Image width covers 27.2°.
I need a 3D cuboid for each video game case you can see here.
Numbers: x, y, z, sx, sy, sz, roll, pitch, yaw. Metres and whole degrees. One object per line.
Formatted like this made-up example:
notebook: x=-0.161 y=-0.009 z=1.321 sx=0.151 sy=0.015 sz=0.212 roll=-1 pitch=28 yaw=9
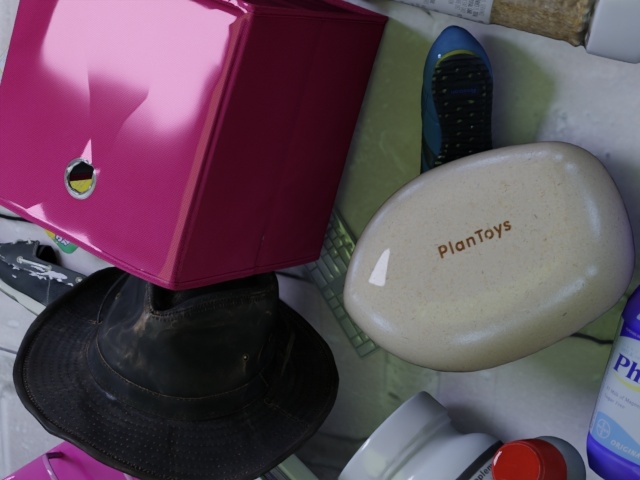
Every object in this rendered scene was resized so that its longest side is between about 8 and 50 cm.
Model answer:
video game case: x=-0.067 y=0.215 z=1.390 sx=0.201 sy=0.023 sz=0.183 roll=44 pitch=164 yaw=14

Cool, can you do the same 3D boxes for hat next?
hat: x=-0.122 y=0.080 z=1.263 sx=0.331 sy=0.331 sz=0.134 roll=32 pitch=127 yaw=21

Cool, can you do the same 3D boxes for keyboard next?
keyboard: x=0.000 y=0.000 z=1.367 sx=0.072 sy=0.014 sz=0.256 roll=-35 pitch=83 yaw=33

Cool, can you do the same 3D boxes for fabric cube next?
fabric cube: x=-0.128 y=-0.130 z=1.252 sx=0.254 sy=0.259 sz=0.258 roll=25 pitch=108 yaw=25

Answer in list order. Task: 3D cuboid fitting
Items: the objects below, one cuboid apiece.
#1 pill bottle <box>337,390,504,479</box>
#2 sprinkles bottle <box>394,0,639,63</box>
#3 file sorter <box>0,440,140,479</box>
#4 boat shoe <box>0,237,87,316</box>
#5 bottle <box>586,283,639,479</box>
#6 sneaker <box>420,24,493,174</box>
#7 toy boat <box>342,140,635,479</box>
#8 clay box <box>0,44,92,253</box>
pill bottle: x=0.157 y=0.284 z=1.255 sx=0.278 sy=0.162 sz=0.162 roll=42 pitch=120 yaw=16
sprinkles bottle: x=0.113 y=-0.248 z=1.110 sx=0.355 sy=0.121 sz=0.121 roll=15 pitch=111 yaw=8
file sorter: x=-0.310 y=0.350 z=1.462 sx=0.290 sy=0.182 sz=0.202 roll=-31 pitch=84 yaw=-8
boat shoe: x=-0.348 y=0.036 z=1.567 sx=0.233 sy=0.084 sz=0.079 roll=28 pitch=78 yaw=30
bottle: x=0.317 y=0.088 z=1.146 sx=0.118 sy=0.092 sz=0.283 roll=25 pitch=114 yaw=31
sneaker: x=0.127 y=-0.100 z=1.242 sx=0.069 sy=0.082 sz=0.209 roll=-1 pitch=122 yaw=-1
toy boat: x=0.161 y=0.081 z=1.172 sx=0.267 sy=0.148 sz=0.318 roll=-17 pitch=73 yaw=20
clay box: x=-0.304 y=-0.107 z=1.503 sx=0.127 sy=0.053 sz=0.222 roll=-41 pitch=81 yaw=32
